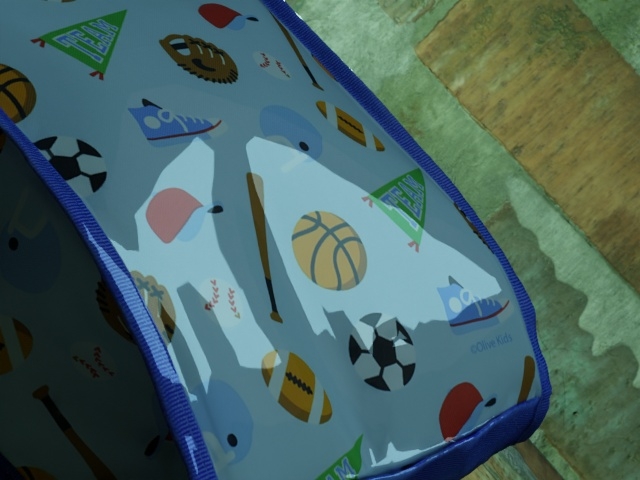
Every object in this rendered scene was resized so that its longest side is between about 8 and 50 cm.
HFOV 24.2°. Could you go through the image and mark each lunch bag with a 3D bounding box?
[{"bbox_3d":[-0.078,0.027,0.932,0.328,0.239,0.385,-16,53,-47],"label":"lunch bag"}]
